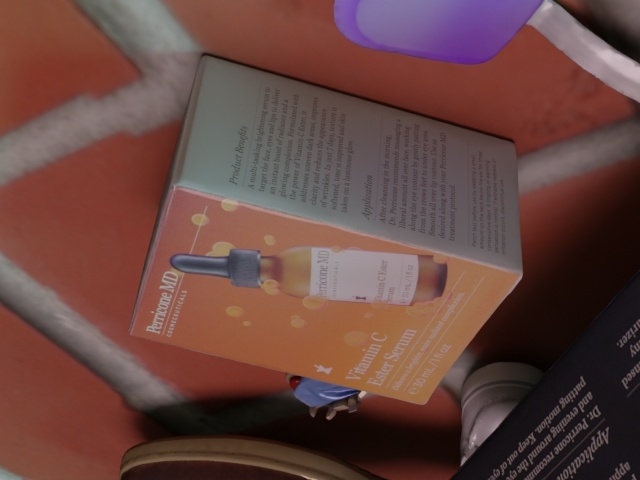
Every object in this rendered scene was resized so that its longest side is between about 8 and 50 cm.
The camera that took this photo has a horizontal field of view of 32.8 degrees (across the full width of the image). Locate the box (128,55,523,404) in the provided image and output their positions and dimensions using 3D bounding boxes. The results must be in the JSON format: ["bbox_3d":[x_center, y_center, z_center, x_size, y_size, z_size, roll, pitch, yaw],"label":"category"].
[{"bbox_3d":[0.000,0.000,0.566,0.170,0.091,0.130,14,140,-10],"label":"box"}]

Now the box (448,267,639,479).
[{"bbox_3d":[0.244,0.168,0.485,0.179,0.312,0.343,7,134,-30],"label":"box"}]

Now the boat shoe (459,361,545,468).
[{"bbox_3d":[0.123,0.153,0.754,0.066,0.063,0.184,7,141,-1],"label":"boat shoe"}]

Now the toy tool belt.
[{"bbox_3d":[0.005,0.090,0.704,0.052,0.051,0.083,34,133,-29],"label":"toy tool belt"}]

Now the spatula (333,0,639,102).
[{"bbox_3d":[0.147,-0.077,0.502,0.296,0.030,0.084,19,139,-16],"label":"spatula"}]

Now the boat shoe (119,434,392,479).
[{"bbox_3d":[0.008,0.231,0.754,0.342,0.123,0.123,15,148,8],"label":"boat shoe"}]
